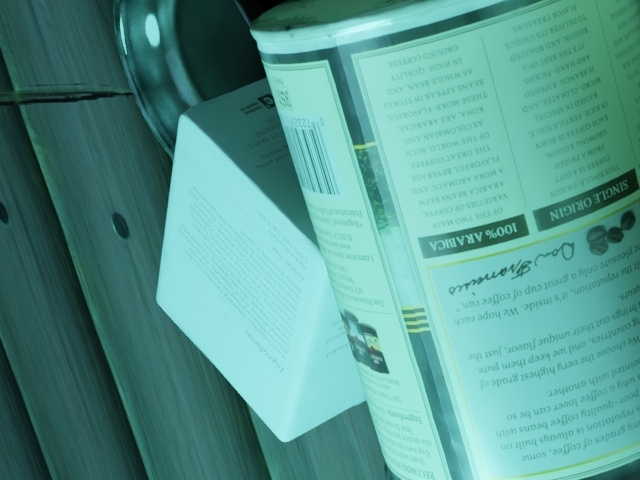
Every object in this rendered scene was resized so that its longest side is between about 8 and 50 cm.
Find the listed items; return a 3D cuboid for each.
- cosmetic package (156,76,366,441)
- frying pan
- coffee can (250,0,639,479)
[{"bbox_3d":[0.000,0.000,1.065,0.151,0.151,0.184,45,143,27],"label":"cosmetic package"},{"bbox_3d":[-0.056,-0.069,1.194,0.197,0.053,0.326,-19,99,58],"label":"frying pan"},{"bbox_3d":[0.097,-0.013,0.868,0.201,0.201,0.275,5,116,54],"label":"coffee can"}]
